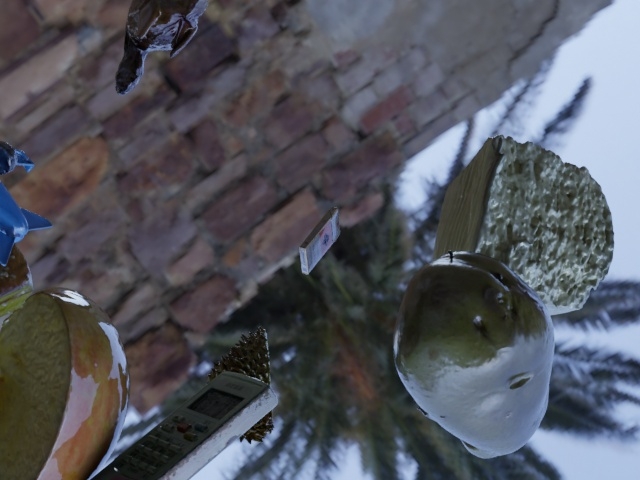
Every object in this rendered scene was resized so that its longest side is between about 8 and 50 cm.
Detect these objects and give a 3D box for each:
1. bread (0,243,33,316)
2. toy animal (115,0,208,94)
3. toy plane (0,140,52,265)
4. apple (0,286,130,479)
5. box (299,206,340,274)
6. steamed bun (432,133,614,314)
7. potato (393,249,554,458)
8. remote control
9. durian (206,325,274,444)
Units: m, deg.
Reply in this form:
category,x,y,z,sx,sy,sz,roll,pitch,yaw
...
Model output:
category,x,y,z,sx,sy,sz,roll,pitch,yaw
bread,-0.529,0.044,1.681,0.234,0.184,0.110,-32,167,-48
toy animal,-0.196,-0.258,1.513,0.188,0.089,0.179,18,-96,62
toy plane,-0.447,-0.093,1.498,0.105,0.271,0.254,-33,-170,28
apple,-0.429,0.243,2.006,0.309,0.252,0.314,-63,-179,6
box,0.000,0.000,1.561,0.012,0.046,0.083,19,-132,25
steamed bun,0.342,0.001,2.068,0.273,0.272,0.290,136,-25,-64
potato,0.215,0.163,1.640,0.202,0.351,0.218,-9,-138,14
remote control,-0.231,0.334,1.982,0.344,0.050,0.145,-38,-153,-30
durian,-0.129,0.266,2.370,0.144,0.139,0.252,-34,-133,20
